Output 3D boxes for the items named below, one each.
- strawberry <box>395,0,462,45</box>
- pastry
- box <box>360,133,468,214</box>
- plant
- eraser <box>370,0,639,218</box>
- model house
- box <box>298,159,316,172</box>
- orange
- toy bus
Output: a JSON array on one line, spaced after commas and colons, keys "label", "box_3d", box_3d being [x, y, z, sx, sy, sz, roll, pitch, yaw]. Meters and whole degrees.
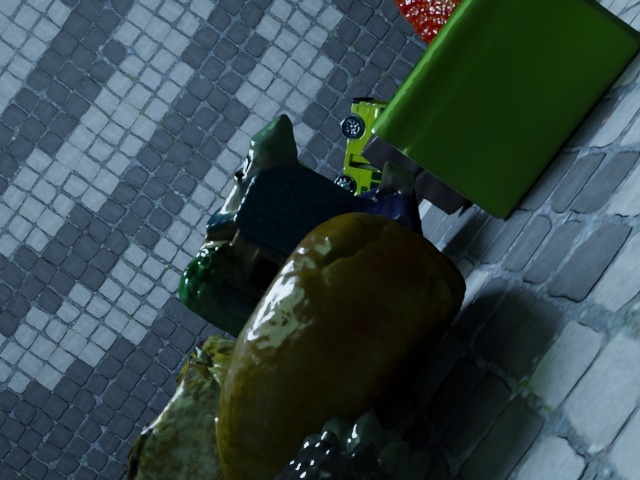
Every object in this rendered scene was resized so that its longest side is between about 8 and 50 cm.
[{"label": "strawberry", "box_3d": [0.315, -0.547, 1.695, 0.267, 0.351, 0.312, -48, -7, -43]}, {"label": "pastry", "box_3d": [0.013, 0.120, 0.821, 0.356, 0.164, 0.356, -50, -12, -15]}, {"label": "box", "box_3d": [0.207, -0.188, 1.231, 0.153, 0.188, 0.252, -49, 9, 46]}, {"label": "plant", "box_3d": [0.017, 0.218, 0.578, 0.129, 0.132, 0.194, -48, -5, 24]}, {"label": "eraser", "box_3d": [0.223, -0.191, 0.975, 0.274, 0.210, 0.092, -56, 4, 12]}, {"label": "model house", "box_3d": [0.000, 0.000, 1.099, 0.280, 0.312, 0.245, -60, 0, 20]}, {"label": "box", "box_3d": [-0.045, -0.039, 1.772, 0.253, 0.328, 0.178, -57, 7, -16]}, {"label": "orange", "box_3d": [-0.184, 0.326, 1.315, 0.271, 0.210, 0.369, -60, 5, 16]}, {"label": "toy bus", "box_3d": [0.117, -0.155, 1.612, 0.128, 0.150, 0.262, -34, -47, -68]}]
